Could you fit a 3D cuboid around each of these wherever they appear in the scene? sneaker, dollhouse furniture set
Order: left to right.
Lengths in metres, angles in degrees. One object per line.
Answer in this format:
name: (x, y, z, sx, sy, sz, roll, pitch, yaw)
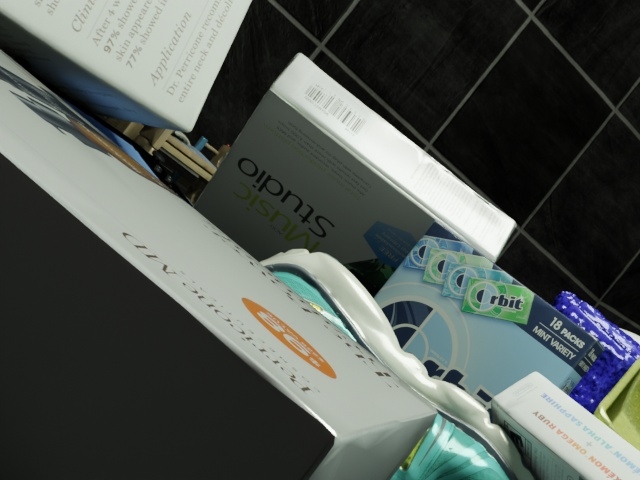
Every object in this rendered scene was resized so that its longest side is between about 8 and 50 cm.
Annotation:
dollhouse furniture set: (-0.225, -0.131, 1.610, 0.129, 0.129, 0.183, 38, 1, -35)
sneaker: (0.030, 0.131, 0.698, 0.275, 0.107, 0.110, 45, 35, 4)

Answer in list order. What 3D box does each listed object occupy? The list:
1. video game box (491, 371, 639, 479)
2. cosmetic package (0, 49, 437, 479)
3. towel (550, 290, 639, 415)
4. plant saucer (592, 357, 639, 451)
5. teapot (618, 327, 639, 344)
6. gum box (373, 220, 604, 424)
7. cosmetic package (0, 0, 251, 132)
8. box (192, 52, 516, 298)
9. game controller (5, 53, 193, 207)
video game box: (0.190, 0.212, 0.716, 0.187, 0.048, 0.205, 42, -28, 44)
cosmetic package: (-0.132, -0.006, 0.497, 0.377, 0.097, 0.284, 39, 4, 13)
towel: (0.259, 0.207, 0.888, 0.308, 0.228, 0.076, 38, -20, 6)
plant saucer: (0.250, 0.188, 0.788, 0.188, 0.045, 0.188, 58, 23, 9)
teapot: (0.234, 0.208, 1.020, 0.256, 0.252, 0.187, 4, 31, 14)
gum box: (0.092, 0.103, 0.831, 0.157, 0.184, 0.041, 38, 1, 29)
cosmetic package: (-0.307, -0.366, 1.251, 0.327, 0.329, 0.393, 16, -12, 45)
box: (0.000, 0.000, 1.021, 0.232, 0.058, 0.322, 38, -34, -2)
game controller: (-0.254, -0.105, 1.284, 0.166, 0.067, 0.319, 39, 2, 32)
